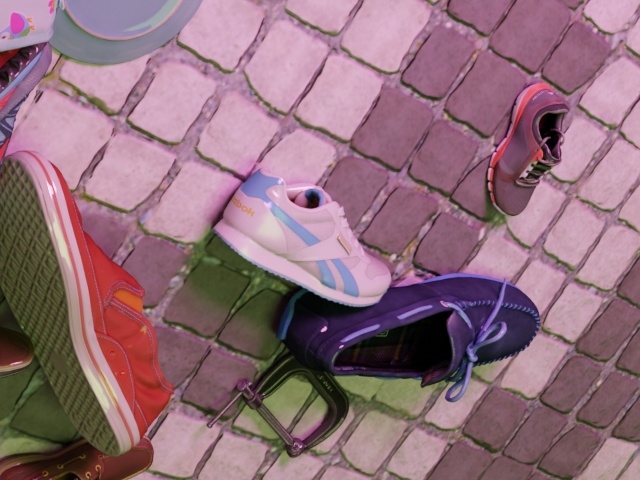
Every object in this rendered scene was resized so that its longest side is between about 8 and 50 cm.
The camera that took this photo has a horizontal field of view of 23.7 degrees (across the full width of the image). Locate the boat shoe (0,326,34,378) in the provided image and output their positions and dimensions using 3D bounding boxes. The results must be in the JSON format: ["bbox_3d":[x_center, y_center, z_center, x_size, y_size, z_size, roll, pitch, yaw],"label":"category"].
[{"bbox_3d":[-0.345,0.116,1.428,0.152,0.056,0.049,-3,137,-11],"label":"boat shoe"}]

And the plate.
[{"bbox_3d":[-0.173,-0.239,1.339,0.188,0.024,0.188,-16,125,-24],"label":"plate"}]

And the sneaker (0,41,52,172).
[{"bbox_3d":[-0.321,-0.084,1.310,0.262,0.104,0.125,-45,150,4],"label":"sneaker"}]

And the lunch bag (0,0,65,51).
[{"bbox_3d":[-0.311,-0.259,1.146,0.262,0.160,0.223,-1,118,-27],"label":"lunch bag"}]

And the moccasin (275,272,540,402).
[{"bbox_3d":[0.114,0.120,1.694,0.342,0.117,0.137,-5,121,-31],"label":"moccasin"}]

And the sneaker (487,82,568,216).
[{"bbox_3d":[0.231,-0.091,1.674,0.061,0.065,0.158,-6,121,-31],"label":"sneaker"}]

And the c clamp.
[{"bbox_3d":[-0.039,0.190,1.707,0.137,0.022,0.160,-48,131,-5],"label":"c clamp"}]

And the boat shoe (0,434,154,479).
[{"bbox_3d":[-0.250,0.246,1.571,0.178,0.060,0.064,-11,124,-28],"label":"boat shoe"}]

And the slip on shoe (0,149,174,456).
[{"bbox_3d":[-0.222,0.052,1.432,0.101,0.123,0.331,-41,129,-33],"label":"slip on shoe"}]

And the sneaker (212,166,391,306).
[{"bbox_3d":[0.000,0.000,1.565,0.229,0.087,0.092,24,101,-43],"label":"sneaker"}]
